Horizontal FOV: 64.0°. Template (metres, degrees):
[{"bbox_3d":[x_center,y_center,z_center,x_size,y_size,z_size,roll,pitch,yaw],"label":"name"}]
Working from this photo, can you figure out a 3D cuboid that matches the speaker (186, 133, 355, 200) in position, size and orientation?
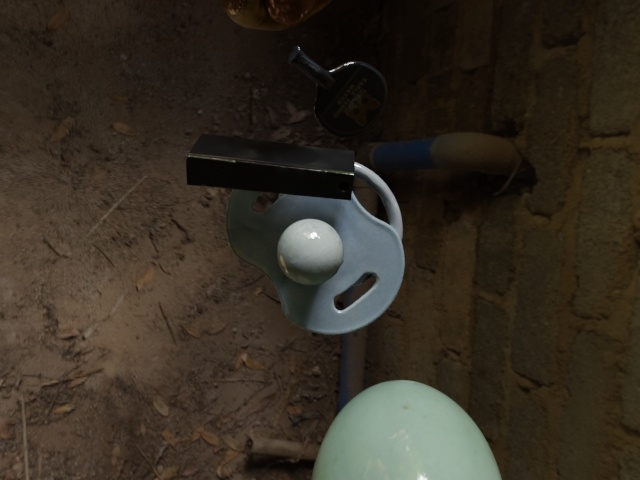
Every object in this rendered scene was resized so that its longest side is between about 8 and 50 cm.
[{"bbox_3d":[-0.064,-0.099,0.695,0.218,0.082,0.044,6,122,1],"label":"speaker"}]

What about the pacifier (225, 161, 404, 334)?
[{"bbox_3d":[0.000,0.000,0.727,0.244,0.233,0.299,-40,93,9],"label":"pacifier"}]

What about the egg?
[{"bbox_3d":[0.121,0.371,0.732,0.276,0.389,0.275,3,114,6],"label":"egg"}]

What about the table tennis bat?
[{"bbox_3d":[0.031,-0.282,0.961,0.236,0.027,0.150,27,111,-40],"label":"table tennis bat"}]

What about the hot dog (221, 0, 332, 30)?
[{"bbox_3d":[-0.037,-0.371,0.591,0.150,0.153,0.256,-22,129,-35],"label":"hot dog"}]
